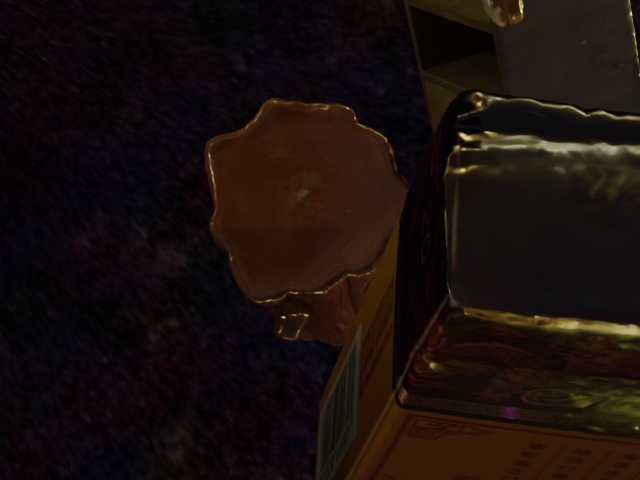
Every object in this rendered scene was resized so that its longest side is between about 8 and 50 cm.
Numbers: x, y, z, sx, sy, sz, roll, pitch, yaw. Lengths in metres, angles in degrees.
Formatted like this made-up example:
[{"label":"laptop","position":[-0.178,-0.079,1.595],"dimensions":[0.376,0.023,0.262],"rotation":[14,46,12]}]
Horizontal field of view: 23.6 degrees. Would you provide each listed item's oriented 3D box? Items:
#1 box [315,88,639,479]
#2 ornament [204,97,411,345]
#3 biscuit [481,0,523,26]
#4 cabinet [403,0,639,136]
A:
[{"label":"box","position":[0.151,0.080,0.832],"dimensions":[0.264,0.415,0.116],"rotation":[8,63,-5]},{"label":"ornament","position":[0.000,0.000,1.581],"dimensions":[0.235,0.217,0.221],"rotation":[14,71,15]},{"label":"biscuit","position":[0.106,-0.256,1.052],"dimensions":[0.031,0.138,0.205],"rotation":[-13,137,-4]},{"label":"cabinet","position":[0.186,-0.165,1.421],"dimensions":[0.148,0.175,0.215],"rotation":[-23,116,-17]}]
